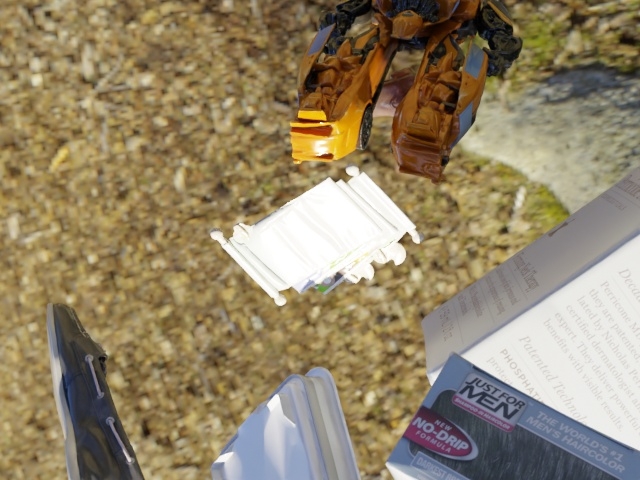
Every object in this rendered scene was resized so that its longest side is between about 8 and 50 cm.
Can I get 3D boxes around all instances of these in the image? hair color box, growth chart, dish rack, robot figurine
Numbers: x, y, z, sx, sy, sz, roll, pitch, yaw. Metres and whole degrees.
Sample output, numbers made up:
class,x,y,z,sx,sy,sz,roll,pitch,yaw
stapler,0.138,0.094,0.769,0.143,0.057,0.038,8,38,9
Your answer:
class,x,y,z,sx,sy,sz,roll,pitch,yaw
hair color box,0.189,0.247,1.123,0.185,0.113,0.374,27,163,23
growth chart,0.000,0.000,1.640,0.237,0.021,0.172,-27,120,18
dish rack,-0.053,0.359,1.676,0.285,0.072,0.332,-51,39,36
robot figurine,0.081,-0.177,1.222,0.211,0.291,0.085,9,137,13

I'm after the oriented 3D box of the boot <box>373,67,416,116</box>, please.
class,x,y,z,sx,sy,sz,roll,pitch,yaw
boot,0.080,-0.122,1.306,0.114,0.106,0.037,58,178,39

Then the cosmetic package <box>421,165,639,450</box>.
class,x,y,z,sx,sy,sz,roll,pitch,yaw
cosmetic package,0.386,0.155,1.667,0.394,0.329,0.327,-36,95,7

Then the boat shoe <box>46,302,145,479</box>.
class,x,y,z,sx,sy,sz,roll,pitch,yaw
boat shoe,-0.305,0.219,1.691,0.112,0.096,0.335,98,159,-47
